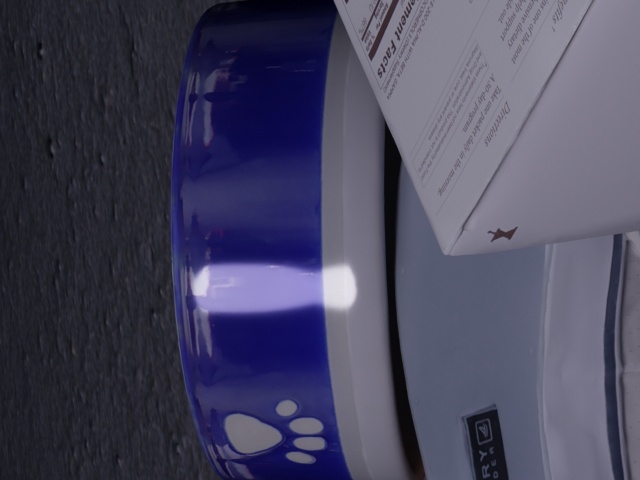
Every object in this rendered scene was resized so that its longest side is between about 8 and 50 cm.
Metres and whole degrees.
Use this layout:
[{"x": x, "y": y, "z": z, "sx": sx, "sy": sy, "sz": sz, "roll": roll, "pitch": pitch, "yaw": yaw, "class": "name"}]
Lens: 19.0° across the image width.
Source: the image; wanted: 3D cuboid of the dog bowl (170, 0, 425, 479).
[{"x": 0.000, "y": 0.000, "z": 1.027, "sx": 0.265, "sy": 0.104, "sz": 0.265, "roll": -1, "pitch": -90, "yaw": -81, "class": "dog bowl"}]

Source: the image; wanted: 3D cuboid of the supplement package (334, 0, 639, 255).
[{"x": 0.151, "y": -0.134, "z": 0.717, "sx": 0.262, "sy": 0.204, "sz": 0.145, "roll": 116, "pitch": 140, "yaw": -52, "class": "supplement package"}]

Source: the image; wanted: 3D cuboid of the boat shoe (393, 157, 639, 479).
[{"x": 0.139, "y": 0.068, "z": 0.872, "sx": 0.136, "sy": 0.156, "sz": 0.367, "roll": -28, "pitch": 63, "yaw": 52, "class": "boat shoe"}]
